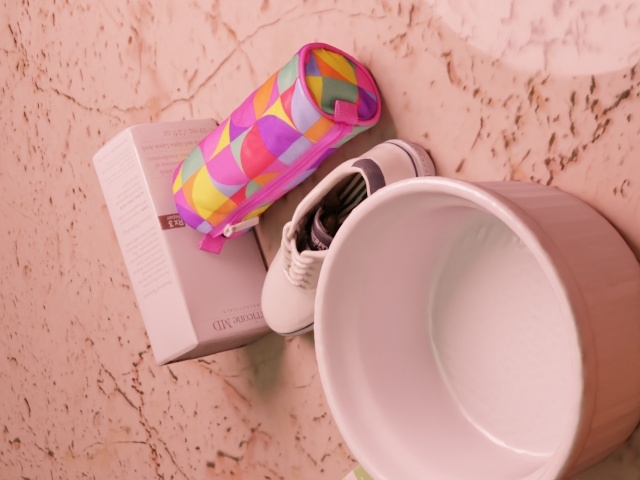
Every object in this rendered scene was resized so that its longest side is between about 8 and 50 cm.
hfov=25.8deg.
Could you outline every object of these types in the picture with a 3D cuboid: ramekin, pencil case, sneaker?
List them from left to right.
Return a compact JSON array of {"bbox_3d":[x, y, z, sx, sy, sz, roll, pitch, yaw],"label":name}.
[{"bbox_3d":[-0.046,-0.086,1.316,0.236,0.104,0.104,-42,67,41],"label":"pencil case"},{"bbox_3d":[0.000,0.000,1.288,0.094,0.091,0.258,55,131,24],"label":"sneaker"},{"bbox_3d":[0.136,0.080,1.130,0.277,0.135,0.277,10,104,44],"label":"ramekin"}]

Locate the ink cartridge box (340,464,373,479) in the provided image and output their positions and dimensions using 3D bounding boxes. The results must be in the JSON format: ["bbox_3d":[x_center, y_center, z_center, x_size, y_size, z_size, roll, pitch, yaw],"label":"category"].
[{"bbox_3d":[0.035,0.333,1.342,0.235,0.056,0.171,-47,65,38],"label":"ink cartridge box"}]

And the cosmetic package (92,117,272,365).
[{"bbox_3d":[-0.135,-0.001,1.413,0.085,0.117,0.231,-31,75,46],"label":"cosmetic package"}]
